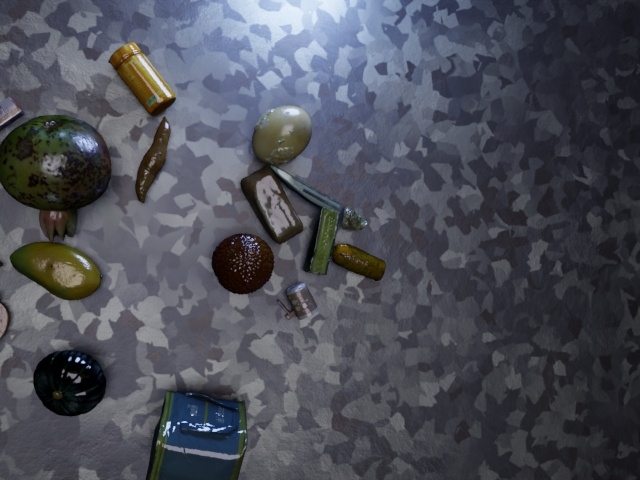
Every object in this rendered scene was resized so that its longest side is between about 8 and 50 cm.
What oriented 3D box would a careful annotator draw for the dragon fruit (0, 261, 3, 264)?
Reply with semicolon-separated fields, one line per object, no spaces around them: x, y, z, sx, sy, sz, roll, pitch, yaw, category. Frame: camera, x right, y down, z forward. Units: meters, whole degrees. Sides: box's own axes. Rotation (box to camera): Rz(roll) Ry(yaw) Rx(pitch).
-1.019;0.095;1.392;0.317;0.205;0.152;-36;96;-13;dragon fruit

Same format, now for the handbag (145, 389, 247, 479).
-0.339;0.555;1.523;0.241;0.263;0.222;13;111;-16;handbag

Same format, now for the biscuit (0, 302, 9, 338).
-0.938;0.209;1.486;0.170;0.050;0.170;2;86;-29;biscuit

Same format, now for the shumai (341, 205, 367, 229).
0.110;-0.065;1.741;0.080;0.083;0.082;9;125;5;shumai

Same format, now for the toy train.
-0.056;-0.157;1.702;0.252;0.055;0.048;28;91;-19;toy train

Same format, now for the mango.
-0.730;0.075;1.525;0.237;0.091;0.137;37;75;-11;mango

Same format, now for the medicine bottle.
-0.514;-0.465;1.586;0.096;0.096;0.192;-40;98;-12;medicine bottle

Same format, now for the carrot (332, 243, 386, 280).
0.121;0.067;1.743;0.173;0.082;0.082;26;83;-19;carrot

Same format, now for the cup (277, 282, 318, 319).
-0.069;0.191;1.706;0.074;0.102;0.099;-31;96;-51;cup

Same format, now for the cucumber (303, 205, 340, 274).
0.000;0.000;1.709;0.078;0.062;0.211;9;94;-32;cucumber

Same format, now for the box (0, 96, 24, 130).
-0.929;-0.310;1.508;0.218;0.039;0.055;-39;99;-12;box

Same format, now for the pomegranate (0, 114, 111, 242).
-0.702;-0.158;1.473;0.285;0.285;0.340;3;121;-14;pomegranate

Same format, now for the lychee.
-0.226;0.065;1.607;0.194;0.194;0.194;0;89;-14;lychee

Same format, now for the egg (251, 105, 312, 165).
-0.116;-0.316;1.650;0.201;0.164;0.164;-38;98;12;egg

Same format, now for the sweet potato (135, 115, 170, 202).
-0.488;-0.242;1.607;0.067;0.067;0.274;19;78;-13;sweet potato

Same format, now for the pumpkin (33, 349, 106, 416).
-0.687;0.391;1.497;0.194;0.150;0.194;0;86;-3;pumpkin

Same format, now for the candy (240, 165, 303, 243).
-0.148;-0.106;1.667;0.104;0.102;0.234;-30;98;-13;candy
